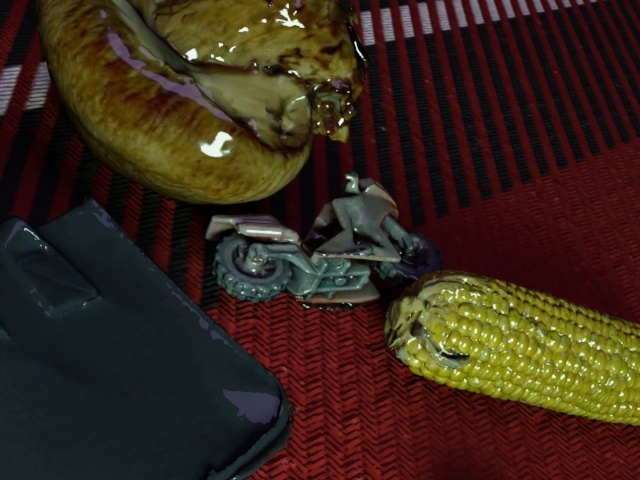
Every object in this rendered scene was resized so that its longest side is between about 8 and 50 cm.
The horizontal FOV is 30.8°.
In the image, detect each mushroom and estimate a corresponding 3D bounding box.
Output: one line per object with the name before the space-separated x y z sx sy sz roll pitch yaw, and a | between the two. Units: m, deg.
mushroom | -0.100 -0.147 1.018 0.283 0.195 0.263 6 44 0

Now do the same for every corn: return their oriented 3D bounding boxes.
corn | 0.196 0.093 0.976 0.293 0.106 0.106 13 36 -18

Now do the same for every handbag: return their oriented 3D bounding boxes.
handbag | -0.209 0.106 0.687 0.269 0.118 0.326 46 37 15

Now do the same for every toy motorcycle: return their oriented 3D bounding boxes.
toy motorcycle | 0.000 0.000 0.993 0.213 0.084 0.118 -2 51 -28
